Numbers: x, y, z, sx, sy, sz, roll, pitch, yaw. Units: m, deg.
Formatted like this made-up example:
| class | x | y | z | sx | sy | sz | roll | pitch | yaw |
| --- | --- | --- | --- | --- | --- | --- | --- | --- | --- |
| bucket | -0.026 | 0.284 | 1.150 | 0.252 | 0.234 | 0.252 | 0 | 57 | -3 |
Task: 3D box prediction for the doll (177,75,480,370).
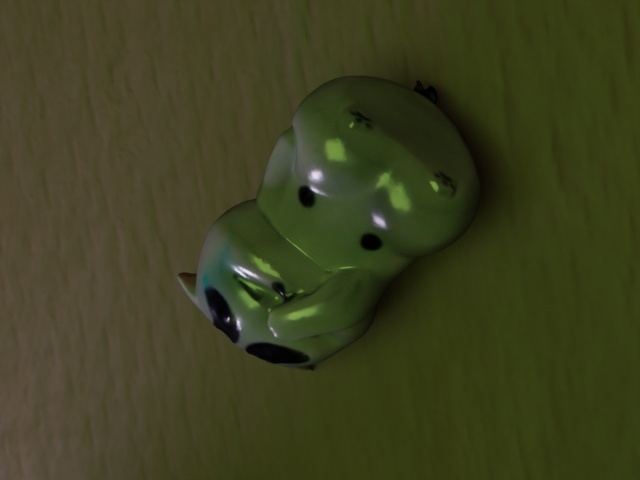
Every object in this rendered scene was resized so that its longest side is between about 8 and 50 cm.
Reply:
| class | x | y | z | sx | sy | sz | roll | pitch | yaw |
| --- | --- | --- | --- | --- | --- | --- | --- | --- | --- |
| doll | 0.004 | -0.004 | 0.829 | 0.110 | 0.107 | 0.180 | 38 | 111 | -4 |
